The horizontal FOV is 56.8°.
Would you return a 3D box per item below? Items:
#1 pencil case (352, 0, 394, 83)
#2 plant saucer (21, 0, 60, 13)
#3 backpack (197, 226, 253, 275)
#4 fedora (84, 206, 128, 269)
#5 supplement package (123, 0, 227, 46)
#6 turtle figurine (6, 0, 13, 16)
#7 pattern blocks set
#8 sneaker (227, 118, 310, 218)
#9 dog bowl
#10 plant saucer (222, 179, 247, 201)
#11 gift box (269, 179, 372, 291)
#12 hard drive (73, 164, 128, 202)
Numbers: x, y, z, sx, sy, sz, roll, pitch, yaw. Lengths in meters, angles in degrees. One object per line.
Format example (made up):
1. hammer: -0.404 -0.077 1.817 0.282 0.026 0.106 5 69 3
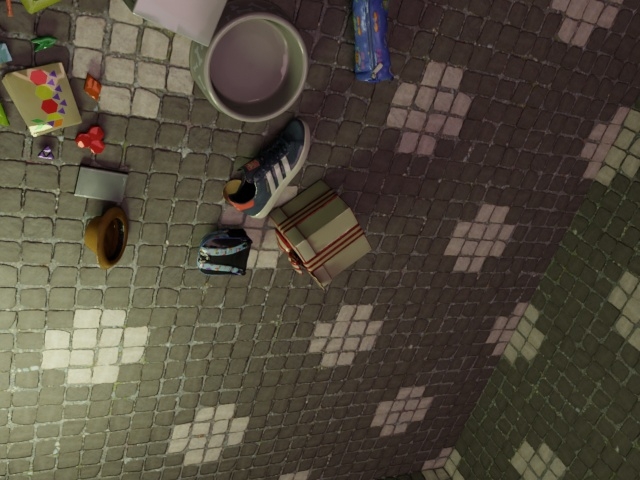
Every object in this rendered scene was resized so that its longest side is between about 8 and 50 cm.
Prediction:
1. pencil case: 0.154 -0.617 1.761 0.119 0.133 0.306 -4 125 5
2. plant saucer: -0.646 -0.650 1.379 0.188 0.045 0.188 -29 129 -8
3. backpack: -0.328 0.036 1.955 0.173 0.117 0.158 -1 121 -27
4. fedora: -0.645 -0.011 1.762 0.079 0.194 0.195 12 122 9
5. supplement package: -0.334 -0.655 1.437 0.199 0.198 0.263 15 113 -35
6. turtle figurine: -0.744 -0.604 1.242 0.087 0.217 0.270 -32 126 -10
7. pattern blocks set: -0.717 -0.366 1.544 0.285 0.026 0.325 -11 125 -21
8. sneaker: -0.166 -0.233 1.839 0.148 0.131 0.350 20 106 -42
9. dog bowl: -0.191 -0.498 1.680 0.348 0.102 0.349 -14 126 -20
10. plant saucer: -0.279 -0.162 1.915 0.083 0.015 0.084 -14 125 -20
11. gift box: 0.000 0.000 2.014 0.258 0.255 0.276 -35 127 -5
12. hard drive: -0.637 -0.165 1.723 0.135 0.022 0.094 8 117 -31
